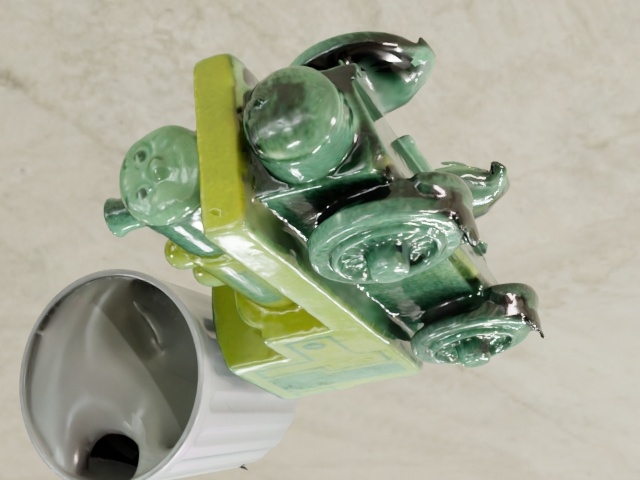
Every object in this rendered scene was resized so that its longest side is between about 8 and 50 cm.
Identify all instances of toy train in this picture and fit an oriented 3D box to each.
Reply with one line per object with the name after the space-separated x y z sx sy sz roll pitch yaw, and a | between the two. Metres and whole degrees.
0.000 0.000 0.695 0.237 0.150 0.369 -14 155 17 | toy train

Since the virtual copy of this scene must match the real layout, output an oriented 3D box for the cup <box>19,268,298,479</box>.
-0.143 0.132 0.899 0.221 0.166 0.202 -33 159 16 | cup
